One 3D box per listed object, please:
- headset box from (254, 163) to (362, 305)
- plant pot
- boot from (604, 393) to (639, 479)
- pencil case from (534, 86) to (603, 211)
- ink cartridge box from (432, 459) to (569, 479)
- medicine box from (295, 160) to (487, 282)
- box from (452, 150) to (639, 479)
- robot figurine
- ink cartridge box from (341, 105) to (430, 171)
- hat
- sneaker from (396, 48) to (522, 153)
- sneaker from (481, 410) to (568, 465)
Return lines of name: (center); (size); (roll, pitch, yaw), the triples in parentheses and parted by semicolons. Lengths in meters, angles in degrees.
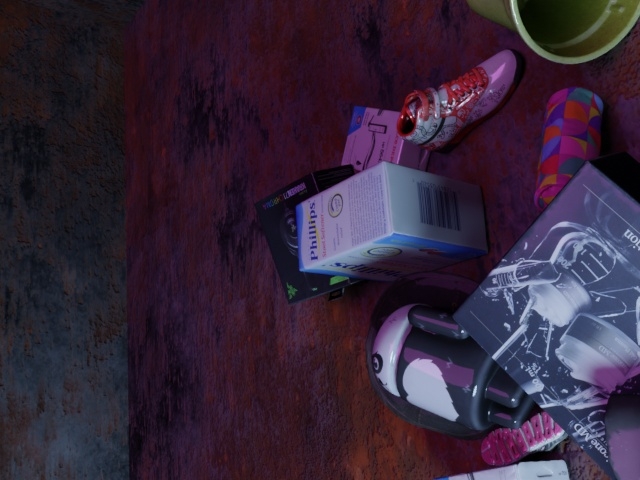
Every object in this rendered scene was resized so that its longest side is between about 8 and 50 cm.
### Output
headset box: (0.000, 0.000, 1.716); (0.246, 0.131, 0.283); (-22, 86, 49)
plant pot: (0.377, -0.465, 1.274); (0.254, 0.276, 0.276); (46, 120, 60)
boot: (0.526, 0.170, 0.786); (0.445, 0.146, 0.367); (-22, 70, 48)
pencil case: (0.412, -0.142, 1.210); (0.104, 0.104, 0.236); (-26, 39, 49)
ink cartridge box: (0.309, 0.429, 1.251); (0.190, 0.139, 0.082); (-30, 58, 47)
medicine box: (0.137, -0.025, 1.476); (0.289, 0.263, 0.149); (-24, 64, 49)
box: (0.427, 0.106, 1.030); (0.343, 0.179, 0.312); (46, 124, 20)
robot figurine: (0.218, 0.210, 1.218); (0.278, 0.173, 0.209); (18, 101, 35)
ink cartridge box: (0.151, -0.217, 1.650); (0.203, 0.086, 0.148); (22, 101, 54)
hat: (0.251, 0.204, 1.385); (0.331, 0.134, 0.331); (2, 94, 38)
sneaker: (0.266, -0.282, 1.455); (0.270, 0.145, 0.090); (-47, 48, 38)
sneaker: (0.356, 0.343, 1.255); (0.170, 0.074, 0.063); (-38, 49, 30)
